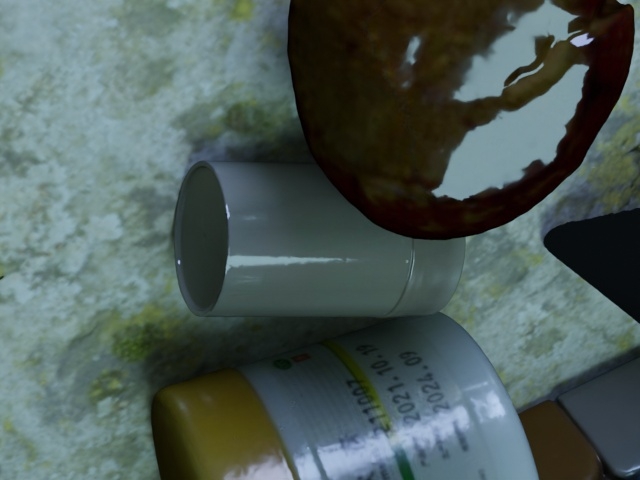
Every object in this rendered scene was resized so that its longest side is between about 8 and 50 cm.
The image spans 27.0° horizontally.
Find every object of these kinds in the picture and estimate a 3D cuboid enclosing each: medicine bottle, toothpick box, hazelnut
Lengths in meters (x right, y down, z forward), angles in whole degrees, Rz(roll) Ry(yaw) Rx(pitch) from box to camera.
[{"bbox_3d":[0.016,0.191,0.994,0.231,0.238,0.238,-17,130,-16],"label":"medicine bottle"},{"bbox_3d":[0.000,0.000,0.929,0.180,0.111,0.111,0,124,-26],"label":"toothpick box"},{"bbox_3d":[0.080,-0.121,0.833,0.218,0.218,0.234,20,107,-36],"label":"hazelnut"}]

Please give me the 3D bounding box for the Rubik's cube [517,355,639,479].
[{"bbox_3d":[0.256,0.374,1.180,0.344,0.347,0.347,-24,131,-7],"label":"Rubik's cube"}]

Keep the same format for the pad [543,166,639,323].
[{"bbox_3d":[0.366,-0.025,1.028,0.375,0.063,0.315,-13,147,39],"label":"pad"}]
